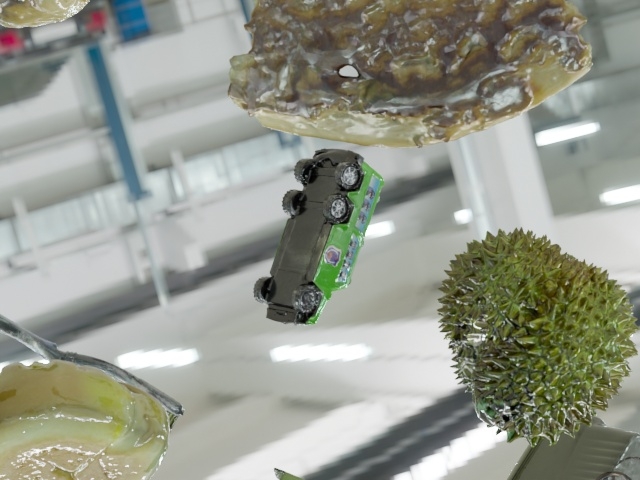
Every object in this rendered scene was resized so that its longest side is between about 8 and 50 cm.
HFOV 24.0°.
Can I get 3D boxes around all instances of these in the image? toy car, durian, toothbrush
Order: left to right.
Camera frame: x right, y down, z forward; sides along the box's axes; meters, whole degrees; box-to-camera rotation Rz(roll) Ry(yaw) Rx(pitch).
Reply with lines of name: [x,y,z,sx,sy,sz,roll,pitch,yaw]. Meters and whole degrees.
toothbrush: [-0.336,0.108,1.715,0.042,0.413,0.035,-61,-166,-8]
toy car: [0.000,0.000,1.350,0.062,0.165,0.071,26,168,-39]
durian: [0.285,0.124,1.934,0.224,0.291,0.291,-16,-173,-23]

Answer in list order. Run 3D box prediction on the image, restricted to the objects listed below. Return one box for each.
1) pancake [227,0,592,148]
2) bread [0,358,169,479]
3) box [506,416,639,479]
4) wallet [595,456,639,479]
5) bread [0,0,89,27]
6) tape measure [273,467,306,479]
pancake: [0.043,-0.181,1.103,0.266,0.244,0.057,-21,-169,13]
bread: [-0.253,0.187,1.437,0.213,0.105,0.213,-12,142,-10]
box: [0.374,0.374,2.177,0.178,0.138,0.274,-2,-135,55]
wallet: [0.308,0.414,1.815,0.335,0.068,0.275,-44,147,5]
bread: [-0.342,-0.363,1.780,0.244,0.244,0.134,-8,-170,43]
tape measure: [-0.016,0.357,1.626,0.154,0.177,0.087,22,162,9]
